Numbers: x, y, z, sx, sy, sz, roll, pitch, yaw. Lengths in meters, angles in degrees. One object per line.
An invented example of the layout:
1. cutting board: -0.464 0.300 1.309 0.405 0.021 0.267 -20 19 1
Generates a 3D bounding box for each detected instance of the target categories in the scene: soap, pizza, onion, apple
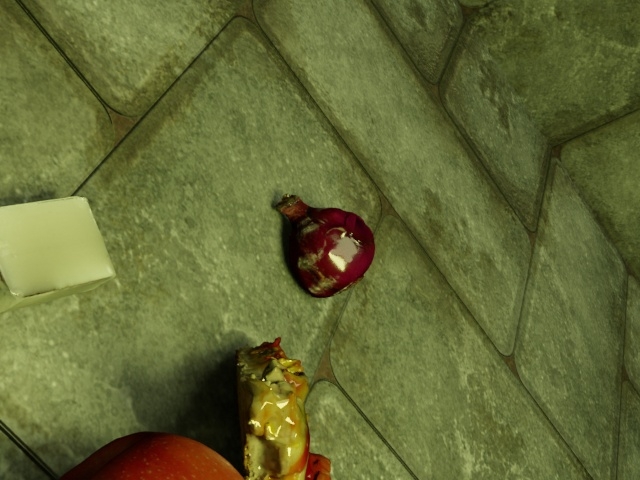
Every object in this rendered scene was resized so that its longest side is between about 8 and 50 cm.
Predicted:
1. soap: -0.349 0.015 1.167 0.183 0.064 0.121 -14 81 -57
2. pizza: -0.041 0.284 1.202 0.406 0.130 0.440 95 -11 -62
3. onion: 0.012 -0.006 1.624 0.198 0.135 0.173 56 31 -10
4. apple: -0.186 0.327 1.019 0.216 0.260 0.260 57 34 -5
